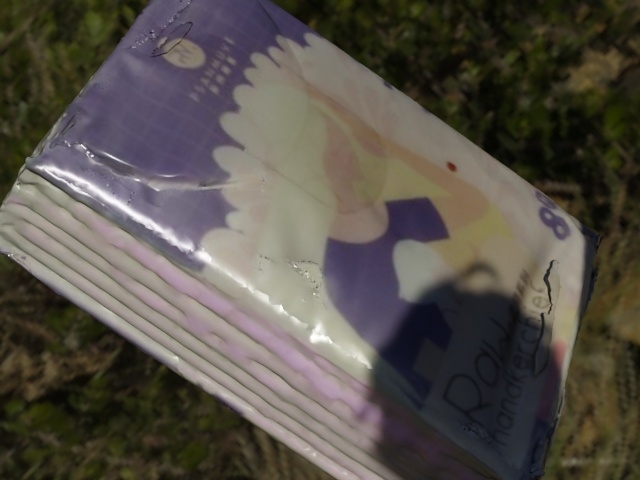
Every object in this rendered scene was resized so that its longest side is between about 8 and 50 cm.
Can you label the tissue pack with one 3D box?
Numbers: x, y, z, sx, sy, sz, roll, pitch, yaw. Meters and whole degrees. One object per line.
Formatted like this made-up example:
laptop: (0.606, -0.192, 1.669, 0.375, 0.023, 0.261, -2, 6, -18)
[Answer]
tissue pack: (0.000, 0.000, 0.862, 0.344, 0.125, 0.242, 35, 43, -9)
